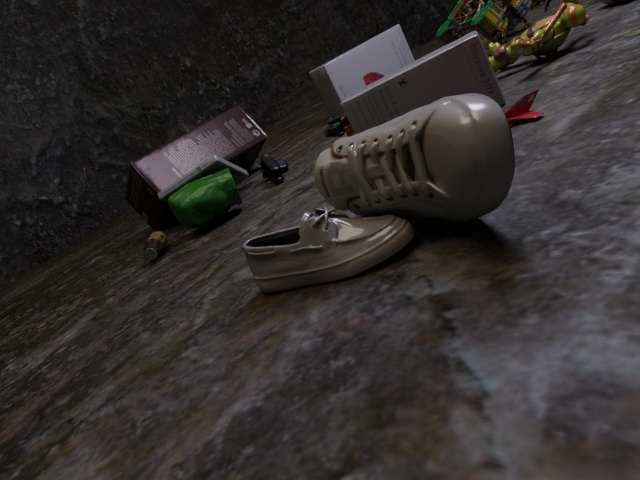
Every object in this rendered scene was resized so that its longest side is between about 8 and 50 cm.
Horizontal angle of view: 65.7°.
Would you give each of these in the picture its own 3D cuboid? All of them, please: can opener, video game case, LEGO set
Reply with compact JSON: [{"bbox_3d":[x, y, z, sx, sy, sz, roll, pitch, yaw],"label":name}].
[{"bbox_3d":[-0.113,-0.173,1.163,0.073,0.059,0.186,-28,17,-1],"label":"can opener"},{"bbox_3d":[-0.288,-0.141,1.247,0.173,0.022,0.190,-32,-11,10],"label":"video game case"},{"bbox_3d":[0.488,-0.594,1.333,0.254,0.192,0.331,-60,17,0],"label":"LEGO set"}]

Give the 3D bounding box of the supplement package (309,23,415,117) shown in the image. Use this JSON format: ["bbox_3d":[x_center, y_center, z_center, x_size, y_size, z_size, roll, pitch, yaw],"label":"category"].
[{"bbox_3d":[0.144,-0.557,1.654,0.293,0.177,0.175,-32,18,-10],"label":"supplement package"}]

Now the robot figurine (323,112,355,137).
[{"bbox_3d":[0.121,-0.265,1.021,0.211,0.085,0.291,-22,18,21],"label":"robot figurine"}]

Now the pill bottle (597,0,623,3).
[{"bbox_3d":[0.621,-0.531,1.031,0.067,0.067,0.120,-27,18,6],"label":"pill bottle"}]

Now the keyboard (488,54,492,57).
[{"bbox_3d":[0.273,-0.390,1.233,0.202,0.033,0.317,-27,15,-18],"label":"keyboard"}]

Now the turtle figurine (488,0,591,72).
[{"bbox_3d":[0.398,-0.374,0.901,0.269,0.087,0.217,-47,16,-25],"label":"turtle figurine"}]

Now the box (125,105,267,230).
[{"bbox_3d":[-0.348,-0.208,1.404,0.381,0.143,0.191,-43,-2,-36],"label":"box"}]

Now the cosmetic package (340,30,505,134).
[{"bbox_3d":[0.164,-0.230,0.807,0.231,0.117,0.085,-23,19,23],"label":"cosmetic package"}]

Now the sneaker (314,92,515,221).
[{"bbox_3d":[0.066,-0.058,0.468,0.123,0.105,0.290,-15,4,-10],"label":"sneaker"}]

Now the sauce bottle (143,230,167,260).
[{"bbox_3d":[-0.341,0.012,1.022,0.042,0.042,0.128,-30,18,-5],"label":"sauce bottle"}]

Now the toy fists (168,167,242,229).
[{"bbox_3d":[-0.250,-0.091,1.090,0.143,0.096,0.279,-21,14,-6],"label":"toy fists"}]

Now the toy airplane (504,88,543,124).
[{"bbox_3d":[0.214,-0.147,0.637,0.151,0.028,0.151,-25,19,9],"label":"toy airplane"}]

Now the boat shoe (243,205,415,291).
[{"bbox_3d":[0.000,0.000,0.490,0.184,0.063,0.066,-14,22,37],"label":"boat shoe"}]
